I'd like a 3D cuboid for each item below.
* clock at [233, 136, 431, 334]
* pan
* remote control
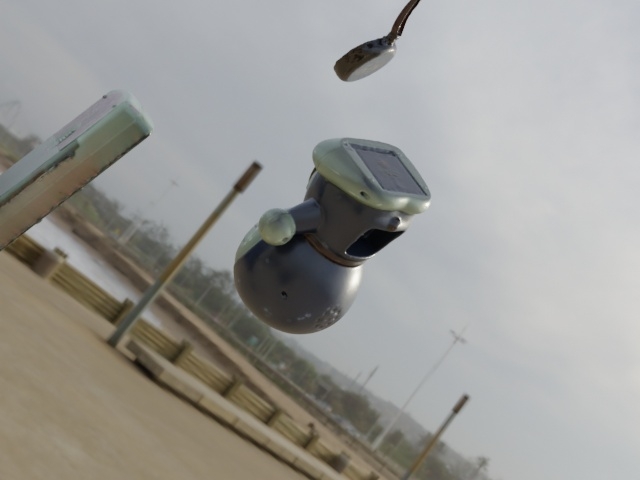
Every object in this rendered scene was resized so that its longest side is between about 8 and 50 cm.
[{"bbox_3d":[0.000,0.000,0.901,0.199,0.243,0.146,0,45,-51],"label":"clock"},{"bbox_3d":[0.110,-0.333,1.319,0.115,0.212,0.040,-19,74,-53],"label":"pan"},{"bbox_3d":[-0.325,-0.039,0.833,0.050,0.344,0.145,54,-6,-25],"label":"remote control"}]
